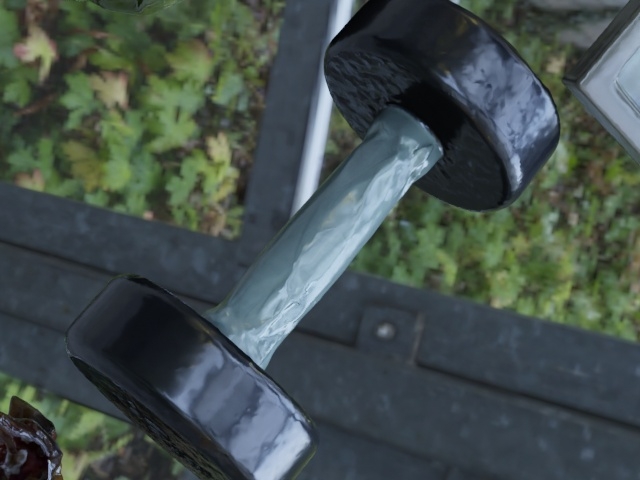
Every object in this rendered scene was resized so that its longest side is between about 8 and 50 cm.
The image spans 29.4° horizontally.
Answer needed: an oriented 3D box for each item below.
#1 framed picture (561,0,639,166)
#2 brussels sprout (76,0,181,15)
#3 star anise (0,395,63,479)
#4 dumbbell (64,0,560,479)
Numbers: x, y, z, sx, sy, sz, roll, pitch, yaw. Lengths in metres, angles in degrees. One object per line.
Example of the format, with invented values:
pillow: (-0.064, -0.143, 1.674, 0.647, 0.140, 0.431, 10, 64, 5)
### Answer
framed picture: (0.276, -0.123, 0.617, 0.213, 0.016, 0.289, 41, 88, -27)
brussels sprout: (-0.102, -0.259, 0.714, 0.294, 0.227, 0.259, 60, 34, -27)
star anise: (-0.141, 0.157, 0.640, 0.057, 0.168, 0.168, -27, 125, -21)
dumbbell: (0.000, 0.000, 0.468, 0.191, 0.100, 0.100, -49, 138, -17)
